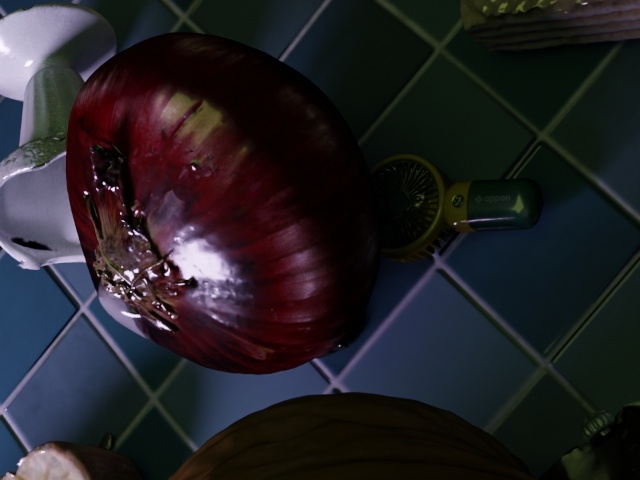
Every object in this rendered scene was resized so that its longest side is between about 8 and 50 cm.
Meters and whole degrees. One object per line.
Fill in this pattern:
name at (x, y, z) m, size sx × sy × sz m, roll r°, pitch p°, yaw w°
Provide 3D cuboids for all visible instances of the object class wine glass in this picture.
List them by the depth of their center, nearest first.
wine glass at (-0.223, -0.093, 1.383) m, size 0.165 × 0.165 × 0.196 m, roll -34°, pitch 51°, yaw 20°

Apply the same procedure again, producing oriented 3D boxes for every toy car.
toy car at (0.180, 0.193, 1.073) m, size 0.205 × 0.056 × 0.095 m, roll -46°, pitch 55°, yaw 18°

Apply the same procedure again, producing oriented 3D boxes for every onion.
onion at (-0.057, -0.042, 1.203) m, size 0.273 × 0.285 × 0.273 m, roll 22°, pitch 131°, yaw 27°

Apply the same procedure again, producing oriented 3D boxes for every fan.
fan at (0.099, -0.023, 1.211) m, size 0.155 × 0.039 × 0.082 m, roll -1°, pitch 73°, yaw 33°

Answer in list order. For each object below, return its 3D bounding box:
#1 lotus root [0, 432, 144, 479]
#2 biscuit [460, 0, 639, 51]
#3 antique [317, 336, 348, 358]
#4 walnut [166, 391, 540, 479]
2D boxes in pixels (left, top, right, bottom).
lotus root at (-0.243, 0.283, 1.316) m, size 0.261 × 0.074 × 0.170 m, roll -51°, pitch 57°, yaw 10°
biscuit at (0.301, -0.224, 1.122) m, size 0.426 × 0.078 × 0.144 m, roll -2°, pitch 73°, yaw 32°
antique at (0.000, 0.000, 1.283) m, size 0.031 × 0.015 × 0.192 m, roll -17°, pitch 66°, yaw 29°
walnut at (-0.008, 0.276, 0.953) m, size 0.398 × 0.308 × 0.354 m, roll -46°, pitch 37°, yaw 10°
